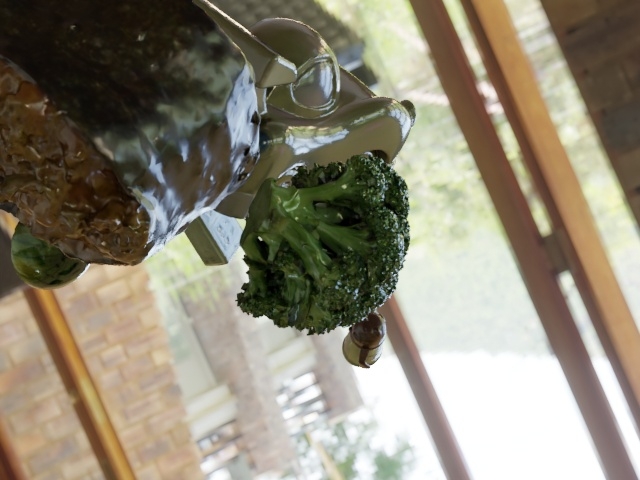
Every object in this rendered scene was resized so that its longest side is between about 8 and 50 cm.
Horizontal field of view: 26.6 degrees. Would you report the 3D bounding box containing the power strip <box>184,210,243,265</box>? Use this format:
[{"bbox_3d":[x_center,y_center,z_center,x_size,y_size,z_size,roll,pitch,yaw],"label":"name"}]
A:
[{"bbox_3d":[-0.195,-0.070,2.036,0.052,0.272,0.078,-6,-142,34],"label":"power strip"}]

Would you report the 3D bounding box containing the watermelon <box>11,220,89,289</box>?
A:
[{"bbox_3d":[-0.297,0.008,1.537,0.062,0.106,0.105,16,-152,39],"label":"watermelon"}]

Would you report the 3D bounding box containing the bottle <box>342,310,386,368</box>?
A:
[{"bbox_3d":[0.052,0.110,1.514,0.047,0.063,0.101,-13,161,-10],"label":"bottle"}]

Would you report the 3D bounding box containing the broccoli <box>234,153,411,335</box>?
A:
[{"bbox_3d":[0.000,0.000,1.284,0.156,0.195,0.195,20,159,-25],"label":"broccoli"}]

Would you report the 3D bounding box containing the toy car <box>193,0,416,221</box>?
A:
[{"bbox_3d":[-0.052,-0.178,1.612,0.336,0.242,0.226,-19,140,-50],"label":"toy car"}]

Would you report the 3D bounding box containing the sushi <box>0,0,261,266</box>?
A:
[{"bbox_3d":[-0.210,-0.111,0.936,0.207,0.348,0.234,-44,162,-31],"label":"sushi"}]
